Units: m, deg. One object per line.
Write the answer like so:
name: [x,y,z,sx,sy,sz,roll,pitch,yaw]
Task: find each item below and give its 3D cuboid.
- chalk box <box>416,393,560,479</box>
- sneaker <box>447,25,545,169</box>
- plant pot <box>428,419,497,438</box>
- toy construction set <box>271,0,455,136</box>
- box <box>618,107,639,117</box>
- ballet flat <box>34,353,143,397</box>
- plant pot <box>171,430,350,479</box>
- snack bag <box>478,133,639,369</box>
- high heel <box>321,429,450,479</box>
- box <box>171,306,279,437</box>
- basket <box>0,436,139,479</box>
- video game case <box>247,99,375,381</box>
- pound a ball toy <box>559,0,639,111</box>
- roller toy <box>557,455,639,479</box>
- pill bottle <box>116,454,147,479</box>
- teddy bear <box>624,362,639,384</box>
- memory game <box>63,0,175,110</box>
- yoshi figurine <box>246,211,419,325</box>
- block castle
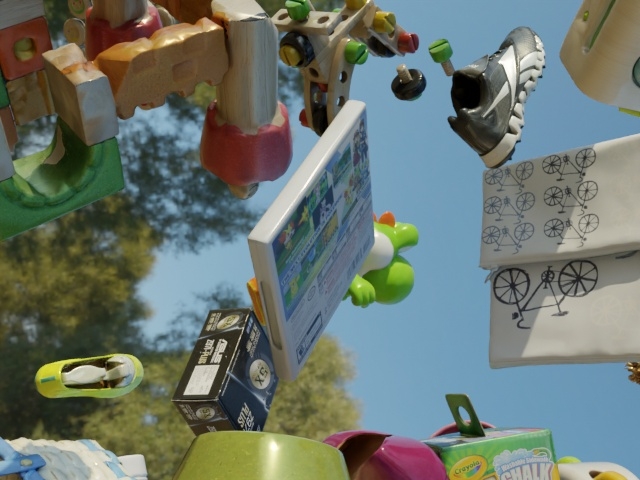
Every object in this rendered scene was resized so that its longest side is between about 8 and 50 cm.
chalk box: [0.245,0.373,1.248,0.180,0.179,0.289,139,-55,-75]
sneaker: [0.226,-0.211,1.089,0.078,0.106,0.234,-31,-149,56]
plant pot: [0.300,0.480,1.608,0.201,0.201,0.180,47,-10,52]
toy construction set: [0.014,-0.346,1.381,0.237,0.257,0.309,53,-2,-41]
box: [0.616,-0.260,1.504,0.109,0.178,0.042,23,-50,26]
ballet flat: [-0.384,0.236,1.455,0.077,0.231,0.077,-24,-106,35]
plant pot: [-0.057,0.317,0.682,0.275,0.275,0.293,128,-28,-61]
snack bag: [0.375,0.023,1.224,0.323,0.037,0.342,-9,-112,41]
high heel: [0.057,0.293,1.154,0.181,0.127,0.377,45,-22,-20]
box: [-0.136,0.217,1.268,0.180,0.077,0.147,-72,149,-45]
basket: [-0.351,0.352,0.911,0.201,0.289,0.255,25,-75,32]
video game case: [0.000,0.000,1.260,0.036,0.329,0.300,15,-42,22]
pound a ball toy: [0.435,-0.292,0.906,0.136,0.208,0.319,-99,-157,-49]
roller toy: [0.428,0.457,1.340,0.209,0.146,0.191,-8,-103,61]
pill bottle: [-0.269,0.423,1.119,0.136,0.136,0.246,130,-50,-62]
teddy bear: [0.731,0.287,1.560,0.338,0.245,0.113,61,-13,0]
memory game: [-0.257,-0.253,1.066,0.186,0.012,0.186,11,-63,24]
yoshi figurine: [0.052,0.087,1.659,0.203,0.362,0.203,52,-26,35]
block castle: [-0.277,-0.093,0.692,0.303,0.453,0.213,41,-35,32]
